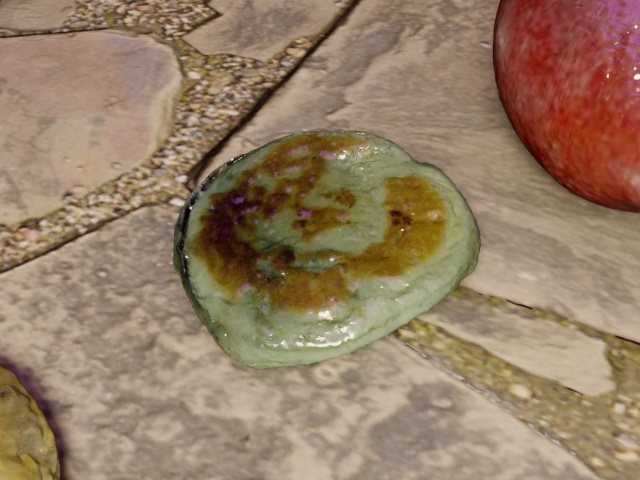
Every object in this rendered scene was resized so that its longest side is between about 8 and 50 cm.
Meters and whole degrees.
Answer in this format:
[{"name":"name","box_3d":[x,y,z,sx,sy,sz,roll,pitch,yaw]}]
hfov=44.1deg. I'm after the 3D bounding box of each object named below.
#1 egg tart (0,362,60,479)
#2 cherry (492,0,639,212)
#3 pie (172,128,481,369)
[{"name":"egg tart","box_3d":[-0.292,0.177,0.466,0.279,0.095,0.279,-3,55,4]},{"name":"cherry","box_3d":[0.248,-0.125,0.600,0.239,0.206,0.239,-1,85,6]},{"name":"pie","box_3d":[0.000,0.000,0.608,0.240,0.054,0.240,-4,48,5]}]
